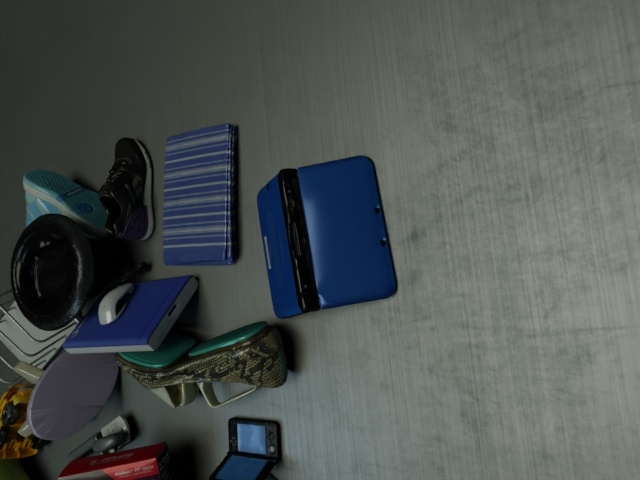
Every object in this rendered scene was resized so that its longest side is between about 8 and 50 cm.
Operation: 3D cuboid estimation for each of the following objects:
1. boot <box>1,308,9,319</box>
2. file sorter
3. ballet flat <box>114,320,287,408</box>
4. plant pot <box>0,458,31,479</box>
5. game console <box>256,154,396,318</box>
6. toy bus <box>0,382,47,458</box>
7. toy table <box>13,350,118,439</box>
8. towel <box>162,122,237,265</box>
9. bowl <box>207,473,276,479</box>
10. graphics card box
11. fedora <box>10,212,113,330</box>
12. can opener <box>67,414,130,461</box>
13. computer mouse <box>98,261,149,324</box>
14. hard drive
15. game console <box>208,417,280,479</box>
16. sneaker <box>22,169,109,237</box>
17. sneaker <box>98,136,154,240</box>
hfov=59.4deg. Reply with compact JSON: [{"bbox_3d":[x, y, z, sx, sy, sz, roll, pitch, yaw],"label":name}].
[{"bbox_3d":[-0.914,0.146,1.741,0.190,0.076,0.208,-4,92,19],"label":"boot"},{"bbox_3d":[-0.866,0.276,1.606,0.193,0.173,0.278,45,112,0],"label":"file sorter"},{"bbox_3d":[-0.279,0.298,1.277,0.483,0.164,0.181,-11,102,31],"label":"ballet flat"},{"bbox_3d":[-0.937,0.778,1.633,0.254,0.276,0.276,33,106,18],"label":"plant pot"},{"bbox_3d":[0.000,0.000,1.170,0.250,0.174,0.292,-28,69,62],"label":"game console"},{"bbox_3d":[-0.896,0.504,1.684,0.220,0.150,0.211,-58,45,15],"label":"toy bus"},{"bbox_3d":[-0.675,0.397,1.488,0.161,0.274,0.252,-18,111,42],"label":"toy table"},{"bbox_3d":[-0.296,-0.105,1.373,0.243,0.040,0.335,-4,83,35],"label":"towel"},{"bbox_3d":[-0.203,0.653,1.189,0.312,0.163,0.311,-1,88,33],"label":"bowl"},{"bbox_3d":[-0.434,0.673,1.278,0.233,0.094,0.370,-11,92,0],"label":"graphics card box"},{"bbox_3d":[-0.669,0.083,1.494,0.334,0.153,0.333,-1,89,32],"label":"fedora"},{"bbox_3d":[-0.602,0.553,1.508,0.280,0.093,0.074,-38,69,31],"label":"can opener"},{"bbox_3d":[-0.508,0.130,1.413,0.106,0.042,0.193,-18,33,19],"label":"computer mouse"},{"bbox_3d":[-0.471,0.184,1.387,0.319,0.040,0.210,-9,38,33],"label":"hard drive"},{"bbox_3d":[-0.168,0.458,1.220,0.144,0.085,0.124,-7,83,33],"label":"game console"},{"bbox_3d":[-0.716,-0.050,1.606,0.319,0.127,0.208,31,122,19],"label":"sneaker"},{"bbox_3d":[-0.513,-0.143,1.459,0.107,0.124,0.283,-18,77,31],"label":"sneaker"}]
